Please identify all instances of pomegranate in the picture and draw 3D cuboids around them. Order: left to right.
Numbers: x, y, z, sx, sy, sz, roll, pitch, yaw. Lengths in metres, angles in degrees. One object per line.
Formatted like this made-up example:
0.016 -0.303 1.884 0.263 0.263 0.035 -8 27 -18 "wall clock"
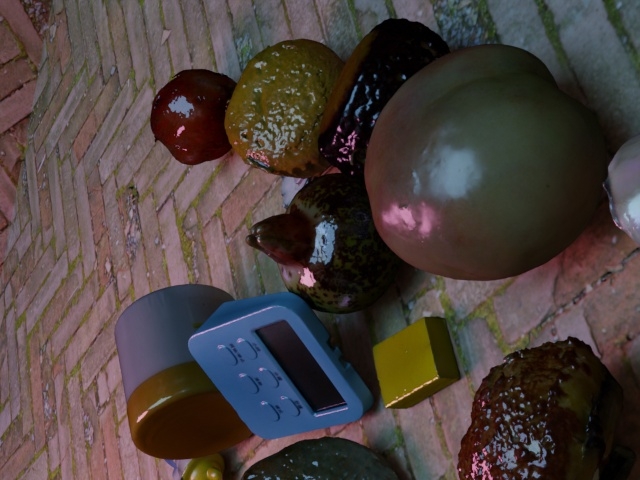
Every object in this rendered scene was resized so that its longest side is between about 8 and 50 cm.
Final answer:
0.000 0.000 1.449 0.214 0.248 0.214 -18 68 52 "pomegranate"

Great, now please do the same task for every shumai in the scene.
0.014 0.420 1.468 0.272 0.203 0.222 9 60 31 "shumai"

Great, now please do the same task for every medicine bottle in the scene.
-0.232 0.232 1.747 0.238 0.238 0.231 -51 43 37 "medicine bottle"

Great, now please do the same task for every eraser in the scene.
0.134 0.174 1.398 0.122 0.045 0.097 -38 52 45 "eraser"

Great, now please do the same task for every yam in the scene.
0.321 0.292 1.123 0.027 0.033 0.129 29 115 23 "yam"

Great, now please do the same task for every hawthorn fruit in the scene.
-0.216 -0.251 1.904 0.235 0.181 0.181 -24 63 36 "hawthorn fruit"

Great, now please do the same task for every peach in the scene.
0.189 -0.089 1.191 0.292 0.247 0.292 -7 67 17 "peach"

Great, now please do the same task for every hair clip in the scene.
-0.051 -0.143 1.732 0.116 0.049 0.172 -54 47 40 "hair clip"

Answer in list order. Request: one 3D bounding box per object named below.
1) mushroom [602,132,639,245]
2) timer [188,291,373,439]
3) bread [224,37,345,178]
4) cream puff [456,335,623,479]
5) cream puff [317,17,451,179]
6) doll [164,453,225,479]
0.398 -0.048 0.961 0.173 0.162 0.236 -39 54 47 "mushroom"
-0.062 0.198 1.528 0.250 0.091 0.231 -18 112 51 "timer"
-0.042 -0.215 1.631 0.240 0.139 0.239 -8 72 28 "bread"
0.237 0.219 1.078 0.164 0.240 0.240 29 110 23 "cream puff"
0.100 -0.193 1.396 0.239 0.165 0.239 -61 9 16 "cream puff"
-0.248 0.402 1.858 0.135 0.099 0.241 -54 39 0 "doll"
